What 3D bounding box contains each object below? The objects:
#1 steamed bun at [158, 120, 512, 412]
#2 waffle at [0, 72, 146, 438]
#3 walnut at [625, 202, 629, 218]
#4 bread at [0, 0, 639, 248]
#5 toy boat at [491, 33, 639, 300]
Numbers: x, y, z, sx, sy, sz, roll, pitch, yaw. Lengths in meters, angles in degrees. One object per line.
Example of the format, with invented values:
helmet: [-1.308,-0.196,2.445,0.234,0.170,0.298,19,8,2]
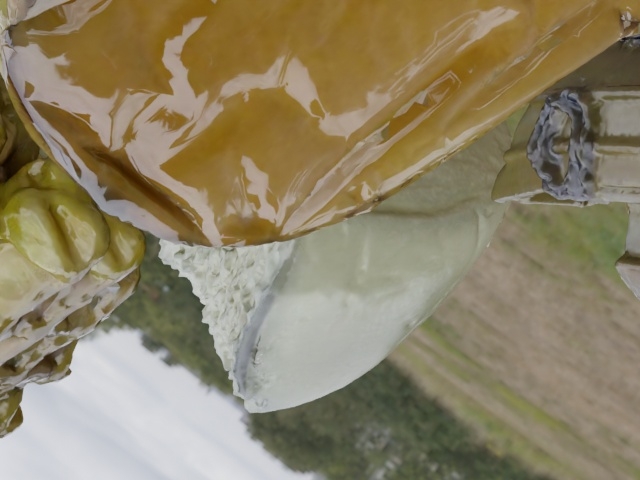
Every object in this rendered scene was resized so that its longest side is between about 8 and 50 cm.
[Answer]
steamed bun: [0.000,0.000,0.987,0.273,0.272,0.290,12,144,-13]
waffle: [-0.247,0.053,0.597,0.151,0.324,0.261,55,167,10]
walnut: [0.328,-0.037,0.844,0.257,0.224,0.257,16,117,36]
bread: [0.006,-0.142,0.450,0.204,0.288,0.156,39,-166,-49]
toy boat: [0.233,-0.019,0.621,0.135,0.162,0.445,1,-172,-23]
